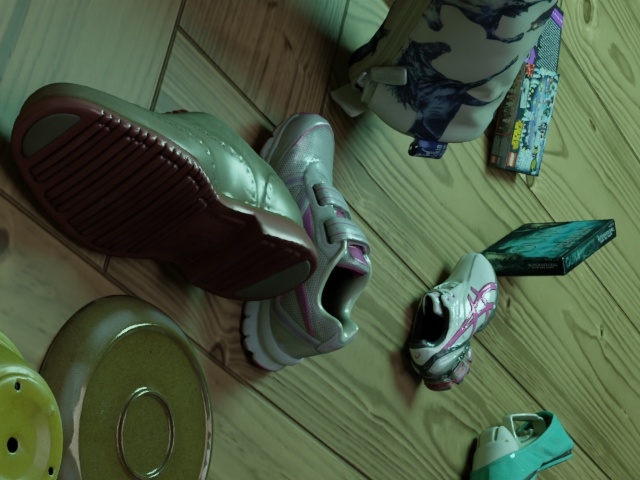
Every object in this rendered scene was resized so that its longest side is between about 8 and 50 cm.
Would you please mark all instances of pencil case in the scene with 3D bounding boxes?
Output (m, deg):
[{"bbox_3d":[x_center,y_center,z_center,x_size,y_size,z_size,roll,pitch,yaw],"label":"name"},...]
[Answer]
[{"bbox_3d":[0.164,-0.271,1.589,0.184,0.160,0.410,-24,153,-40],"label":"pencil case"}]

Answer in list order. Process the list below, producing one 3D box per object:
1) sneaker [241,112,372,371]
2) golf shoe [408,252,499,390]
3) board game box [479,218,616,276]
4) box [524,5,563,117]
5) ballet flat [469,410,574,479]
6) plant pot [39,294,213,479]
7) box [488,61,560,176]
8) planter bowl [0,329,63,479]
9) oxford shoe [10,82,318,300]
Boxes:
[{"bbox_3d":[0.000,0.000,1.543,0.103,0.111,0.252,15,75,-58],"label":"sneaker"},{"bbox_3d":[0.152,0.077,1.835,0.086,0.068,0.186,58,42,-37],"label":"golf shoe"},{"bbox_3d":[0.276,0.010,1.993,0.186,0.126,0.026,-28,112,-57],"label":"board game box"},{"bbox_3d":[0.278,-0.254,2.112,0.116,0.029,0.162,35,57,-52],"label":"box"},{"bbox_3d":[0.231,0.261,1.961,0.247,0.083,0.087,-17,78,-59],"label":"ballet flat"},{"bbox_3d":[-0.155,0.163,1.348,0.236,0.032,0.236,7,82,-58],"label":"plant pot"},{"bbox_3d":[0.259,-0.154,2.037,0.094,0.027,0.137,7,95,-54],"label":"box"},{"bbox_3d":[-0.247,0.144,1.139,0.217,0.090,0.217,5,84,-59],"label":"planter bowl"},{"bbox_3d":[-0.137,-0.058,1.352,0.348,0.123,0.130,36,31,-51],"label":"oxford shoe"}]
